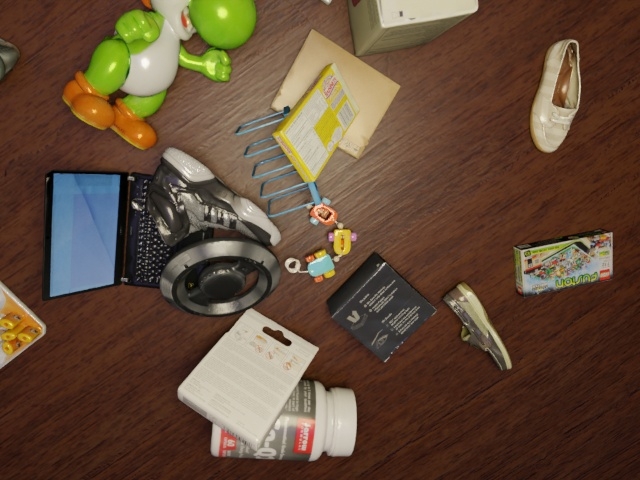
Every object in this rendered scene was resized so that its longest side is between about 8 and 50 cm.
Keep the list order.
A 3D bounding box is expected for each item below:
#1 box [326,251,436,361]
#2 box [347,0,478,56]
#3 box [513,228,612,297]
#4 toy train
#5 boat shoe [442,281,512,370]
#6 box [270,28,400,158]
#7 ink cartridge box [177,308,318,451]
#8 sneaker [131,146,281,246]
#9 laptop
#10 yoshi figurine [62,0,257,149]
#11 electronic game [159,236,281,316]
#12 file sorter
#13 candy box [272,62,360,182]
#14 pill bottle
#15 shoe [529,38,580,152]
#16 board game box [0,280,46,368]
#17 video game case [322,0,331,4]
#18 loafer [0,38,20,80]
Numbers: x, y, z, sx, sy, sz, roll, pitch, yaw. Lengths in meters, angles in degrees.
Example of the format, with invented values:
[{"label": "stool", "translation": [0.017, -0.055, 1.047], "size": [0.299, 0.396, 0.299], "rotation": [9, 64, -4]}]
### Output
[{"label": "box", "translation": [0.124, 0.137, 0.923], "size": [0.158, 0.093, 0.156], "rotation": [42, 96, -14]}, {"label": "box", "translation": [0.137, -0.400, 0.725], "size": [0.149, 0.232, 0.126], "rotation": [-11, 104, -3]}, {"label": "box", "translation": [0.537, 0.050, 0.973], "size": [0.207, 0.036, 0.114], "rotation": [-11, 104, -3]}, {"label": "toy train", "translation": [0.000, 0.000, 0.906], "size": [0.125, 0.046, 0.166], "rotation": [26, 96, -10]}, {"label": "boat shoe", "translation": [0.343, 0.197, 0.972], "size": [0.074, 0.080, 0.223], "rotation": [-30, 99, 7]}, {"label": "box", "translation": [0.030, -0.279, 0.852], "size": [0.201, 0.021, 0.164], "rotation": [29, 99, -11]}, {"label": "ink cartridge box", "translation": [-0.135, 0.262, 0.868], "size": [0.181, 0.224, 0.056], "rotation": [29, 135, 12]}, {"label": "sneaker", "translation": [-0.211, -0.038, 0.822], "size": [0.269, 0.101, 0.153], "rotation": [39, 86, -24]}, {"label": "laptop", "translation": [-0.344, -0.003, 0.822], "size": [0.265, 0.136, 0.234], "rotation": [8, 103, -7]}, {"label": "yoshi figurine", "translation": [-0.243, -0.322, 0.740], "size": [0.203, 0.203, 0.362], "rotation": [35, 96, -28]}, {"label": "electronic game", "translation": [-0.190, 0.076, 0.853], "size": [0.230, 0.048, 0.229], "rotation": [-11, 139, -10]}, {"label": "file sorter", "translation": [-0.076, -0.144, 0.815], "size": [0.105, 0.118, 0.170], "rotation": [-19, 113, 4]}, {"label": "candy box", "translation": [0.000, -0.207, 0.764], "size": [0.105, 0.027, 0.205], "rotation": [52, 52, -32]}, {"label": "pill bottle", "translation": [-0.075, 0.373, 0.924], "size": [0.284, 0.161, 0.161], "rotation": [6, 103, -7]}, {"label": "shoe", "translation": [0.471, -0.285, 0.876], "size": [0.077, 0.058, 0.218], "rotation": [0, 103, -6]}, {"label": "board game box", "translation": [-0.829, 0.158, 0.856], "size": [0.390, 0.050, 0.389], "rotation": [-37, 104, 3]}, {"label": "video game case", "translation": [-0.014, -0.556, 0.783], "size": [0.191, 0.022, 0.173], "rotation": [33, 98, -13]}, {"label": "loafer", "translation": [-0.661, -0.339, 0.752], "size": [0.268, 0.084, 0.096], "rotation": [17, 132, -6]}]
